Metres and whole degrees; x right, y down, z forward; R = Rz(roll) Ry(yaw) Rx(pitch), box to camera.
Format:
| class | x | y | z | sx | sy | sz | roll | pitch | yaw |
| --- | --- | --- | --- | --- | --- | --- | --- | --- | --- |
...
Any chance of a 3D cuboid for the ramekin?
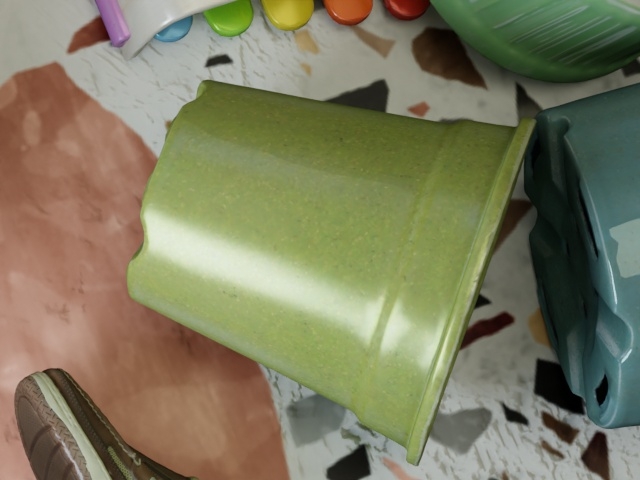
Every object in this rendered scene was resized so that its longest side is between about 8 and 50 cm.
| class | x | y | z | sx | sy | sz | roll | pitch | yaw |
| --- | --- | --- | --- | --- | --- | --- | --- | --- | --- |
| ramekin | 0.224 | -0.291 | 1.600 | 0.303 | 0.148 | 0.303 | 5 | 80 | -29 |

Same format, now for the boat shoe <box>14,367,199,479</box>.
| class | x | y | z | sx | sy | sz | roll | pitch | yaw |
| --- | --- | --- | --- | --- | --- | --- | --- | --- | --- |
| boat shoe | -0.138 | 0.203 | 1.487 | 0.095 | 0.095 | 0.257 | -28 | 89 | -31 |

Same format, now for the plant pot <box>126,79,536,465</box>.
| class | x | y | z | sx | sy | sz | roll | pitch | yaw |
| --- | --- | --- | --- | --- | --- | --- | --- | --- | --- |
| plant pot | 0.000 | 0.000 | 1.489 | 0.254 | 0.276 | 0.276 | 19 | 73 | 6 |

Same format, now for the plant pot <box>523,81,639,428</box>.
| class | x | y | z | sx | sy | sz | roll | pitch | yaw |
| --- | --- | --- | --- | --- | --- | --- | --- | --- | --- |
| plant pot | 0.350 | -0.007 | 1.527 | 0.334 | 0.341 | 0.341 | -12 | 79 | -6 |

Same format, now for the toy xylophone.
| class | x | y | z | sx | sy | sz | roll | pitch | yaw |
| --- | --- | --- | --- | --- | --- | --- | --- | --- | --- |
| toy xylophone | -0.046 | -0.283 | 1.623 | 0.323 | 0.081 | 0.236 | -12 | 79 | -14 |
